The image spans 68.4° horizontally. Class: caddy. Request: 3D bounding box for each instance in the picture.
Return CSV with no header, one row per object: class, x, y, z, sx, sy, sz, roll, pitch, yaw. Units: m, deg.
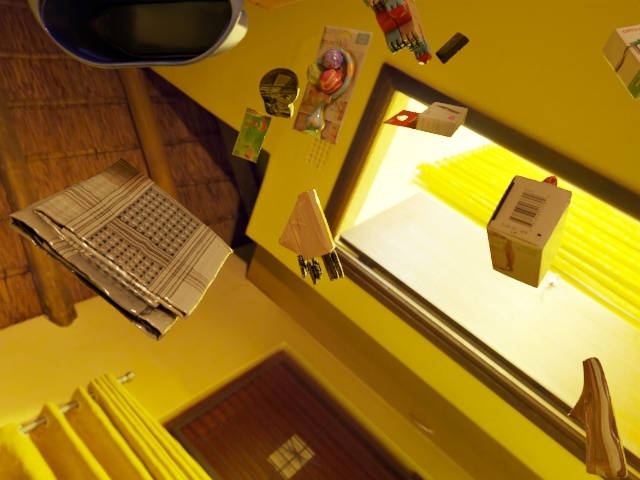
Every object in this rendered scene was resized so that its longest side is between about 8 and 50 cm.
caddy,-0.269,-0.389,0.708,0.179,0.342,0.241,-70,-21,-66

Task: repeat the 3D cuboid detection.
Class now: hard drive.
hard drive,0.399,-0.587,1.433,0.094,0.022,0.135,-40,17,24

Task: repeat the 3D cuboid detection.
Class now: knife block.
knife block,0.000,0.000,1.542,0.275,0.242,0.088,-65,-6,15

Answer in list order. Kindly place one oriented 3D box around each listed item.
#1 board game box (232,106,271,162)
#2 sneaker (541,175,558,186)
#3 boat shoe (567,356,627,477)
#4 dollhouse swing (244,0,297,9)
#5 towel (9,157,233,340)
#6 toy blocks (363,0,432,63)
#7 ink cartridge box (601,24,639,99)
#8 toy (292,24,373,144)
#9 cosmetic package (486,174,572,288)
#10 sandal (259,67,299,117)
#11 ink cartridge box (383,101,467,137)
board game box,-0.249,-0.380,1.704,0.043,0.092,0.181,-90,22,-49
sneaker,0.709,-0.141,1.527,0.067,0.064,0.175,-61,-10,-48
boat shoe,0.454,0.292,0.792,0.068,0.072,0.189,37,-132,-47
dollhouse swing,-0.091,-0.871,1.339,0.315,0.347,0.304,-6,-79,-48
towel,-0.331,-0.006,0.872,0.056,0.312,0.324,-42,12,26
toy blocks,0.252,-0.724,1.527,0.191,0.260,0.381,-19,-12,26
ink cartridge box,0.980,-0.541,1.404,0.161,0.219,0.092,-12,-28,-2
toy,0.009,-0.338,1.004,0.056,0.137,0.237,-2,-66,-51
cosmetic package,0.491,-0.012,1.118,0.153,0.129,0.296,-59,-30,-10
sandal,-0.129,-0.478,1.497,0.303,0.120,0.086,149,137,-80
ink cartridge box,0.377,-0.442,1.665,0.275,0.239,0.060,-45,-32,-56
